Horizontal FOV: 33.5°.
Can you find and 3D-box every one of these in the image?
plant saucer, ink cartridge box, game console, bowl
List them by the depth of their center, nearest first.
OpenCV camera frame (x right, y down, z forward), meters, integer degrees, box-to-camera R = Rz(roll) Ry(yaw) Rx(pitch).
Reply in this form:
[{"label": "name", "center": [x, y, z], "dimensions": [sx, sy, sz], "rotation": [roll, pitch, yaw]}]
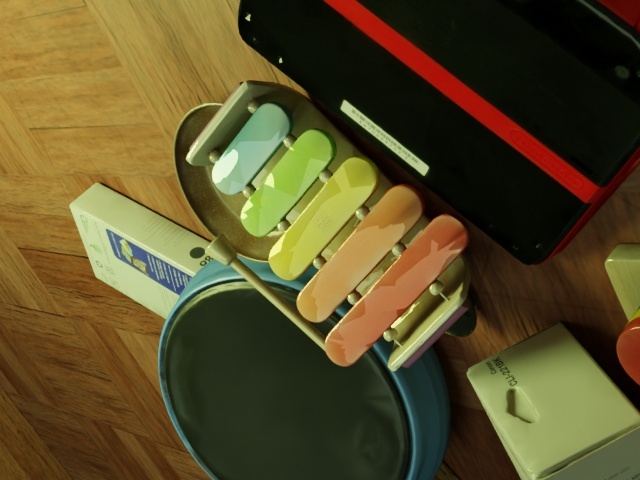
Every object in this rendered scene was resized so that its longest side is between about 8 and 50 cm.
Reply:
[{"label": "game console", "center": [0.099, -0.171, 0.883], "dimensions": [0.386, 0.060, 0.342], "rotation": [40, 155, 9]}, {"label": "ink cartridge box", "center": [0.268, 0.243, 1.036], "dimensions": [0.273, 0.114, 0.197], "rotation": [59, -178, -25]}, {"label": "plant saucer", "center": [-0.082, -0.069, 1.199], "dimensions": [0.198, 0.036, 0.199], "rotation": [23, 130, 30]}, {"label": "bowl", "center": [-0.034, 0.193, 1.313], "dimensions": [0.391, 0.077, 0.391], "rotation": [14, 120, 25]}, {"label": "ink cartridge box", "center": [-0.200, 0.052, 1.490], "dimensions": [0.332, 0.065, 0.165], "rotation": [29, 146, 27]}]

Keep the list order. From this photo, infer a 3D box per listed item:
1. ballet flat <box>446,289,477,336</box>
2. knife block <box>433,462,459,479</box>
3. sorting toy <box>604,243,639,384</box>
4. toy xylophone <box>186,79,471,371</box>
[{"label": "ballet flat", "center": [0.107, 0.031, 1.129], "dimensions": [0.173, 0.057, 0.049], "rotation": [49, -171, -6]}, {"label": "knife block", "center": [0.090, 0.356, 1.490], "dimensions": [0.276, 0.088, 0.242], "rotation": [49, 149, -9]}, {"label": "sorting toy", "center": [0.374, 0.132, 0.879], "dimensions": [0.255, 0.089, 0.257], "rotation": [2, 130, 49]}, {"label": "toy xylophone", "center": [0.000, 0.000, 1.078], "dimensions": [0.322, 0.081, 0.236], "rotation": [38, 117, 11]}]
